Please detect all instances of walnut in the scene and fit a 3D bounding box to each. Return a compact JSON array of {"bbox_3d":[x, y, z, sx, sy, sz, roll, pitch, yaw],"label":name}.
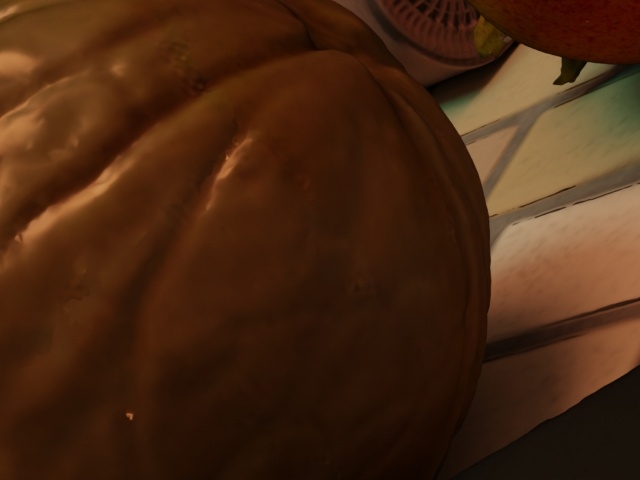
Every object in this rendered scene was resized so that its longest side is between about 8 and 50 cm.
[{"bbox_3d":[-0.089,0.037,0.612,0.313,0.252,0.277,-46,15,22],"label":"walnut"}]

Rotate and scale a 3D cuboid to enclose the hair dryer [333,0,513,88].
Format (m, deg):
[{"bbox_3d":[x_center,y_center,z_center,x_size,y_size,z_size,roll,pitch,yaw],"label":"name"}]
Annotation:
[{"bbox_3d":[0.037,-0.255,1.038,0.210,0.125,0.353,-16,63,58],"label":"hair dryer"}]

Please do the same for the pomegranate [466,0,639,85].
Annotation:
[{"bbox_3d":[0.132,-0.179,0.729,0.221,0.221,0.257,-57,-9,-38],"label":"pomegranate"}]

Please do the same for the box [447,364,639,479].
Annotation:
[{"bbox_3d":[0.052,0.148,0.340,0.290,0.073,0.289,-35,19,22],"label":"box"}]
